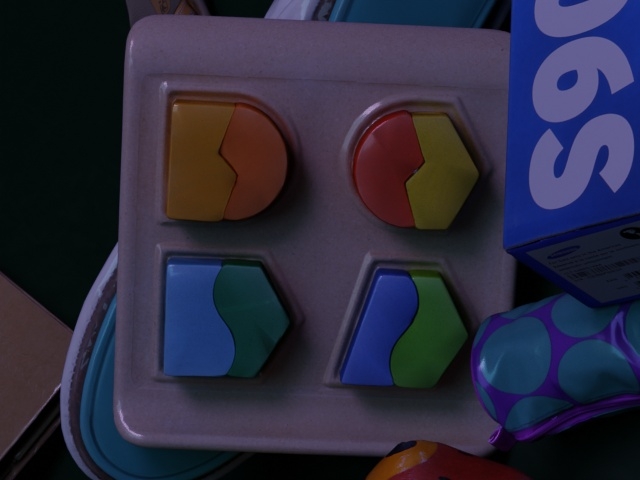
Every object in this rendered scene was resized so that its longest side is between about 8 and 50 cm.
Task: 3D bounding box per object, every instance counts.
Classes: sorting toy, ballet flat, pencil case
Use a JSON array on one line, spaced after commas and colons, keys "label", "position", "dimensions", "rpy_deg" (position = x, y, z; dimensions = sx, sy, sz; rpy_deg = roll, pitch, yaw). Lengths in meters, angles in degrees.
[{"label": "sorting toy", "position": [0.000, 0.000, 0.951], "dimensions": [0.193, 0.038, 0.208], "rpy_deg": [2, 96, -3]}, {"label": "ballet flat", "position": [-0.007, -0.051, 1.034], "dimensions": [0.139, 0.139, 0.400], "rpy_deg": [33, 95, 41]}, {"label": "pencil case", "position": [0.145, 0.051, 0.903], "dimensions": [0.152, 0.064, 0.070], "rpy_deg": [-16, 57, 37]}]

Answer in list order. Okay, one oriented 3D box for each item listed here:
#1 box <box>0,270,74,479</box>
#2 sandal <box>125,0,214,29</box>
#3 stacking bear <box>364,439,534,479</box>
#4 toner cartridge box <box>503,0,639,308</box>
[{"label": "box", "position": [-0.240, 0.087, 1.215], "dimensions": [0.201, 0.021, 0.164], "rpy_deg": [34, 82, 40]}, {"label": "sandal", "position": [-0.086, -0.113, 1.153], "dimensions": [0.072, 0.049, 0.180], "rpy_deg": [-39, 56, 25]}, {"label": "stacking bear", "position": [-0.014, 0.184, 0.944], "dimensions": [0.289, 0.175, 0.164], "rpy_deg": [-24, 88, 22]}, {"label": "toner cartridge box", "position": [0.172, -0.155, 0.894], "dimensions": [0.165, 0.075, 0.347], "rpy_deg": [-16, 58, 35]}]
